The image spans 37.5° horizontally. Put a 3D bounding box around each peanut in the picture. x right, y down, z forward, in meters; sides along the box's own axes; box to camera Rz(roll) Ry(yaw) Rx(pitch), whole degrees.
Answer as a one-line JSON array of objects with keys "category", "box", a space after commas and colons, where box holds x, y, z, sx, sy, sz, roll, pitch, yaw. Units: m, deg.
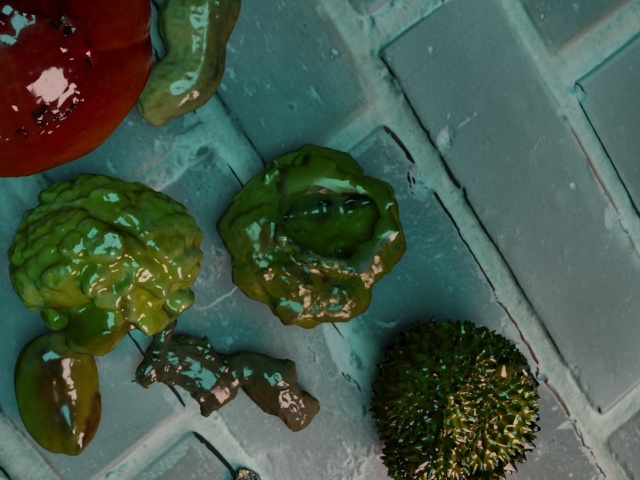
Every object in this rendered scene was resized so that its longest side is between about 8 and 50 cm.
[{"category": "peanut", "box": [-0.177, -0.260, 1.278, 0.103, 0.098, 0.229, 19, 91, 21]}]

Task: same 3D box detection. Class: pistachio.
[{"category": "pistachio", "box": [-0.360, 0.203, 1.283, 0.110, 0.100, 0.189, -3, 115, 6]}]

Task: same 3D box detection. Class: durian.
[{"category": "durian", "box": [0.196, 0.256, 1.415, 0.258, 0.258, 0.293, -6, 109, -18]}]

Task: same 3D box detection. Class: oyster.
[{"category": "oyster", "box": [-0.111, 0.382, 1.431, 0.054, 0.019, 0.083, -17, 103, -16]}]

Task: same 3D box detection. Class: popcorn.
[{"category": "popcorn", "box": [-0.268, 0.035, 1.237, 0.237, 0.206, 0.251, -50, 128, -23]}]

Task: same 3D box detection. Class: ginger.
[{"category": "ginger", "box": [-0.122, 0.208, 1.368, 0.290, 0.084, 0.122, 22, 84, -21]}]

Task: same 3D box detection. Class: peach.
[{"category": "peach", "box": [-0.359, -0.237, 1.079, 0.370, 0.370, 0.370, -3, 99, -19]}]

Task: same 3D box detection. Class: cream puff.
[{"category": "cream puff", "box": [-0.002, -0.001, 1.328, 0.281, 0.185, 0.282, -4, 103, -19]}]
